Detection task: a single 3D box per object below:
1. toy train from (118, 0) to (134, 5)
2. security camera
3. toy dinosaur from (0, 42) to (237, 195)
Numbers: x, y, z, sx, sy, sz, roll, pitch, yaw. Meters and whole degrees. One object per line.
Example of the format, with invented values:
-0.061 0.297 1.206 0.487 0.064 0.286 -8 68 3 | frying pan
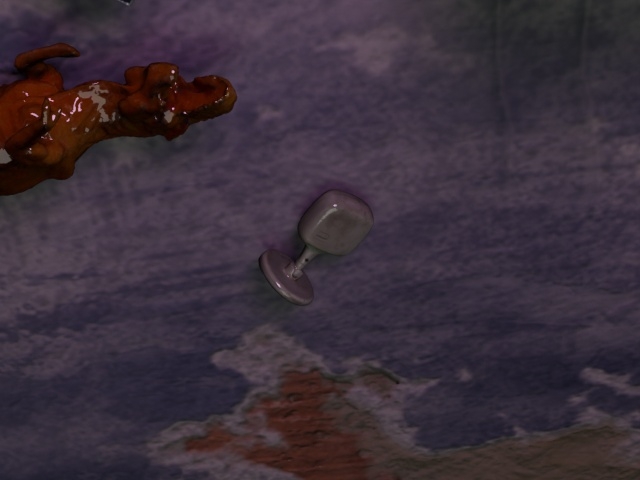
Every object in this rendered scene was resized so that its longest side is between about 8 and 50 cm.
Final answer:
-0.202 -0.209 0.693 0.234 0.051 0.052 22 131 -21 | toy train
0.000 0.000 0.939 0.058 0.058 0.092 31 114 -32 | security camera
-0.272 -0.061 0.818 0.432 0.097 0.208 -20 144 21 | toy dinosaur
